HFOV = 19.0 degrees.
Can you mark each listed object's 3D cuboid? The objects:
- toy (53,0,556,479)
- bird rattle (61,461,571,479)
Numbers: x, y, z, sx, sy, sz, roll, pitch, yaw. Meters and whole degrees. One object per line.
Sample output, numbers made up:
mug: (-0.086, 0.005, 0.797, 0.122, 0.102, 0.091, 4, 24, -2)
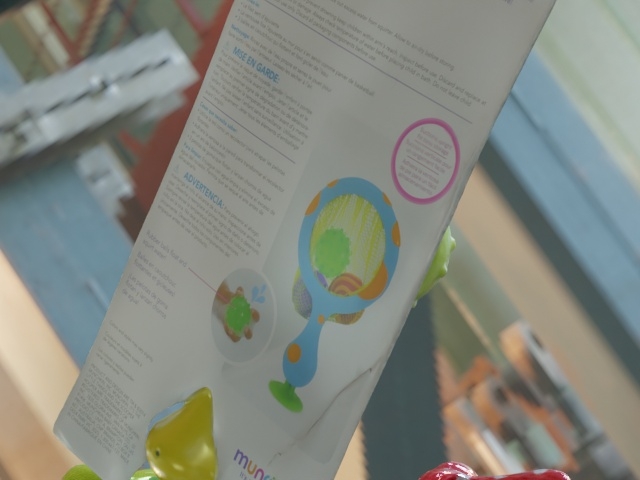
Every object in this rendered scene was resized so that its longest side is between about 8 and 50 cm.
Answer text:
toy: (0.000, 0.000, 0.667, 0.056, 0.137, 0.237, 15, -75, -46)
bird rattle: (-0.008, 0.180, 0.822, 0.143, 0.253, 0.207, -9, 65, 68)
